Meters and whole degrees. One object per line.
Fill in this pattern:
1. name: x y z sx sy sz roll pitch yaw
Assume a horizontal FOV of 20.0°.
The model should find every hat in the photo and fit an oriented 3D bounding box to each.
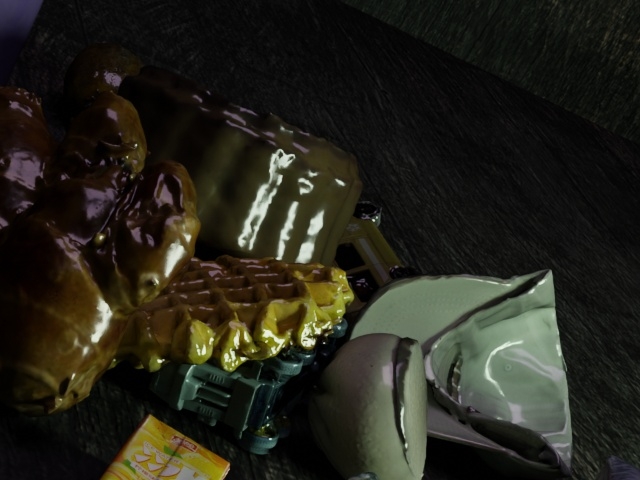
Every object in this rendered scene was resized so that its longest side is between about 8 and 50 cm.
1. hat: 0.170 0.176 2.180 0.301 0.168 0.258 5 60 -8

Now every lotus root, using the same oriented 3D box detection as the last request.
1. lotus root: -0.286 -0.208 2.458 0.120 0.120 0.209 27 22 -13

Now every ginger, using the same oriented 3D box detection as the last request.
1. ginger: -0.265 -0.013 1.750 0.152 0.274 0.357 34 10 -47

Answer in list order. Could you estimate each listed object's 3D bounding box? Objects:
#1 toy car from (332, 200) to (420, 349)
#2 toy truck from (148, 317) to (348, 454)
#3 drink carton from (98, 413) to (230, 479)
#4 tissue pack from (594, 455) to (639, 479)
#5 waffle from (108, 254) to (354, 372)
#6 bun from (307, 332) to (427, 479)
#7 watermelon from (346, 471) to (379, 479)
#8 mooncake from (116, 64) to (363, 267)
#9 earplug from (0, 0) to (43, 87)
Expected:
1. toy car: 0.044 0.049 2.308 0.124 0.101 0.257 -8 33 -16
2. toy truck: -0.075 0.132 1.946 0.140 0.108 0.256 21 19 13
3. drink carton: -0.156 0.239 1.597 0.096 0.071 0.223 31 18 0
4. tissue pack: 0.450 0.405 2.051 0.361 0.122 0.259 30 17 1
5. waffle: -0.126 0.070 1.870 0.329 0.062 0.329 -2 14 0
6. bun: 0.048 0.185 1.936 0.120 0.173 0.173 -4 15 11
7. watermelon: 0.002 0.287 1.734 0.139 0.071 0.187 21 29 -10
8. mooncake: -0.109 -0.072 2.148 0.324 0.187 0.324 23 -1 0
9. earplug: -0.397 -0.372 2.170 0.215 0.456 0.215 28 16 -9
